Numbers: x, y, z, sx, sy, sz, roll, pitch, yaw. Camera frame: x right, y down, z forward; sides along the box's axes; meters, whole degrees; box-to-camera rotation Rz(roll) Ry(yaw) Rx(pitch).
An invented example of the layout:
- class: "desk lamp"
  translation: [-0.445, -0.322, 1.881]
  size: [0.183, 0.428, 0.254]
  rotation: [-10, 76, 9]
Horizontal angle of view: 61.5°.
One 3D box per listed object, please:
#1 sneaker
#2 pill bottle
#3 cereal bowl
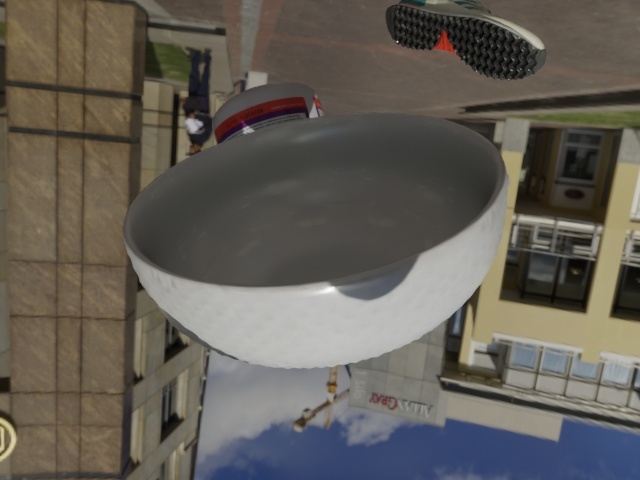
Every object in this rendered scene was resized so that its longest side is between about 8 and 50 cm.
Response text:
- class: "sneaker"
  translation: [0.145, -0.209, 0.510]
  size: [0.161, 0.057, 0.075]
  rotation: [29, -114, 29]
- class: "pill bottle"
  translation: [-0.048, -0.072, 0.860]
  size: [0.181, 0.323, 0.181]
  rotation: [-16, 175, -1]
- class: "cereal bowl"
  translation: [0.000, 0.000, 0.511]
  size: [0.338, 0.141, 0.339]
  rotation: [-8, -151, 4]
